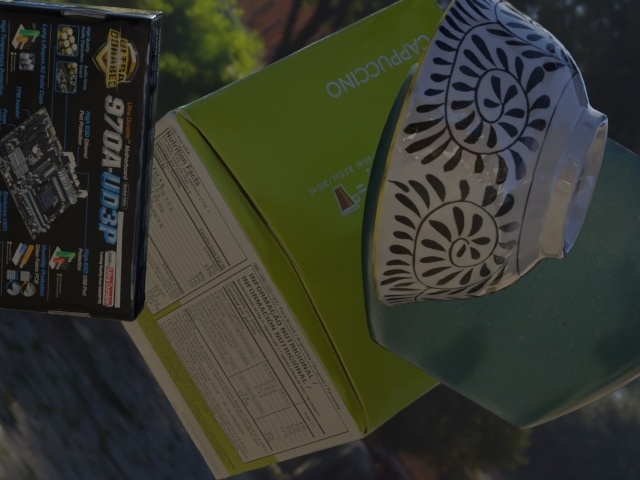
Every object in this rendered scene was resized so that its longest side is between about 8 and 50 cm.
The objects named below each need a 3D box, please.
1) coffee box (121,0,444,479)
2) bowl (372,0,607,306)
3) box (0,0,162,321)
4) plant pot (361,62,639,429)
[{"bbox_3d":[0.000,0.000,1.410,0.338,0.337,0.334,59,-32,0],"label":"coffee box"},{"bbox_3d":[0.093,-0.036,0.687,0.080,0.170,0.170,18,-15,17],"label":"bowl"},{"bbox_3d":[-0.207,-0.059,0.979,0.051,0.175,0.220,-78,173,-77],"label":"box"},{"bbox_3d":[0.144,0.025,1.042,0.290,0.195,0.290,31,-3,2],"label":"plant pot"}]
